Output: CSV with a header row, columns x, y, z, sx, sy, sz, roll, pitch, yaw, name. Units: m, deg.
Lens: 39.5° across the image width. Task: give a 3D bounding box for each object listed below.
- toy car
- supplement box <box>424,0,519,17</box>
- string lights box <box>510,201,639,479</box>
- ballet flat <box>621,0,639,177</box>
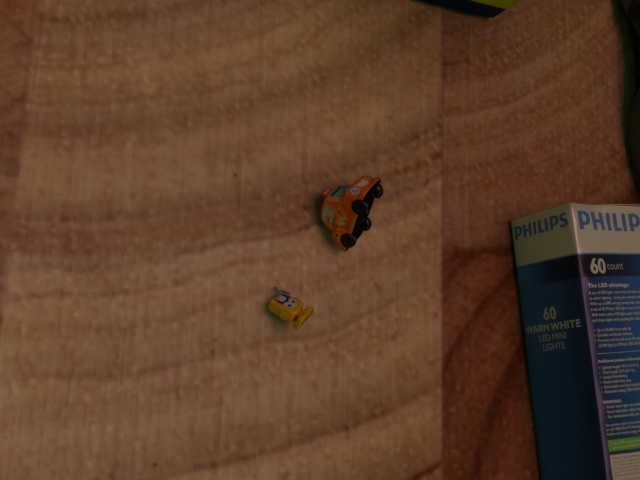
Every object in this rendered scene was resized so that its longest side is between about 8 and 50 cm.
x,y,z,sx,sy,sz,roll,pitch,yaw,name
0.000,0.000,0.641,0.040,0.060,0.122,28,55,14,toy car
0.151,-0.330,0.621,0.195,0.356,0.194,6,77,-27,supplement box
0.245,0.103,0.738,0.133,0.076,0.260,1,78,-29,string lights box
0.332,-0.158,0.850,0.058,0.084,0.250,12,68,-42,ballet flat
